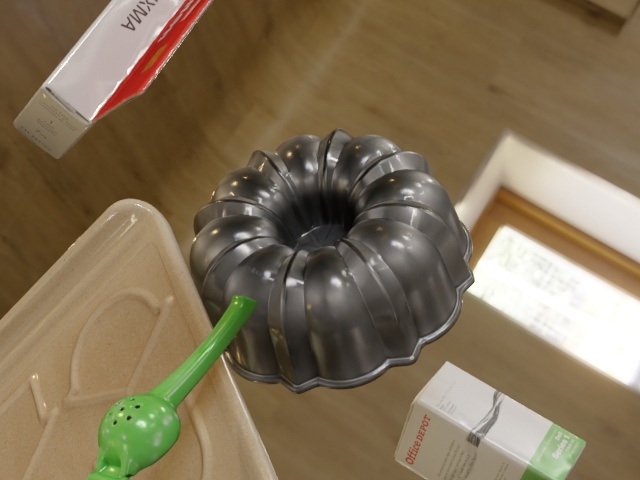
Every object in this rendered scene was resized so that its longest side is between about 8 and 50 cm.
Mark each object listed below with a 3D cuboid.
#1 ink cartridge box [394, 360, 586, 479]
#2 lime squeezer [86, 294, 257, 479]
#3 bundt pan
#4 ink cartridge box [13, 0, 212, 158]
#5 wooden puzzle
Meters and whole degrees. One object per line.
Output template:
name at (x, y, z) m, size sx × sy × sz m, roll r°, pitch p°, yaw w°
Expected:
ink cartridge box at (0.226, 0.288, 1.538) m, size 0.092 × 0.219 × 0.160 m, roll -46°, pitch -21°, yaw -39°
lime squeezer at (-0.119, 0.174, 0.768) m, size 0.110 × 0.059 × 0.310 m, roll 46°, pitch -127°, yaw -65°
bundt pan at (0.000, 0.000, 1.242) m, size 0.331 × 0.331 × 0.124 m, roll -51°, pitch -36°, yaw -28°
ink cartridge box at (-0.162, -0.233, 1.098) m, size 0.296 × 0.066 × 0.261 m, roll -58°, pitch 18°, yaw -24°
wooden puzzle at (-0.178, 0.188, 0.920) m, size 0.322 × 0.347 × 0.080 m, roll -44°, pitch -38°, yaw 17°
